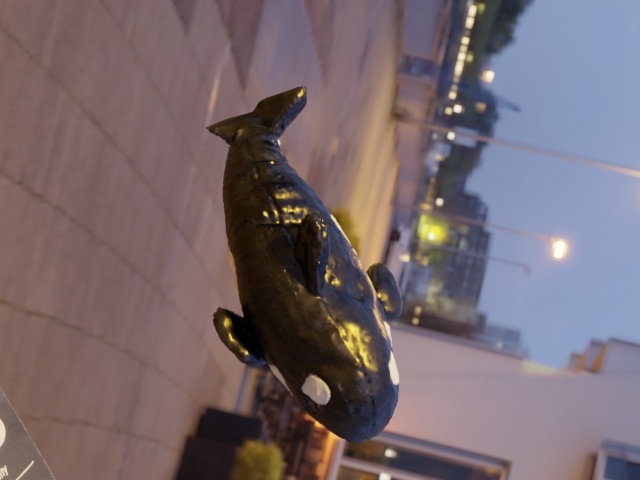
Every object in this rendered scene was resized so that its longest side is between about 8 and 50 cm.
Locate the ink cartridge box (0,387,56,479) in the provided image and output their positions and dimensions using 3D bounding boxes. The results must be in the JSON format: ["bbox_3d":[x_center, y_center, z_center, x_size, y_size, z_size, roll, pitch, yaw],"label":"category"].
[{"bbox_3d":[-0.191,0.187,0.645,0.332,0.065,0.165,63,37,-20],"label":"ink cartridge box"}]

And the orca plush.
[{"bbox_3d":[0.000,0.000,0.948,0.102,0.151,0.287,122,-33,-56],"label":"orca plush"}]
